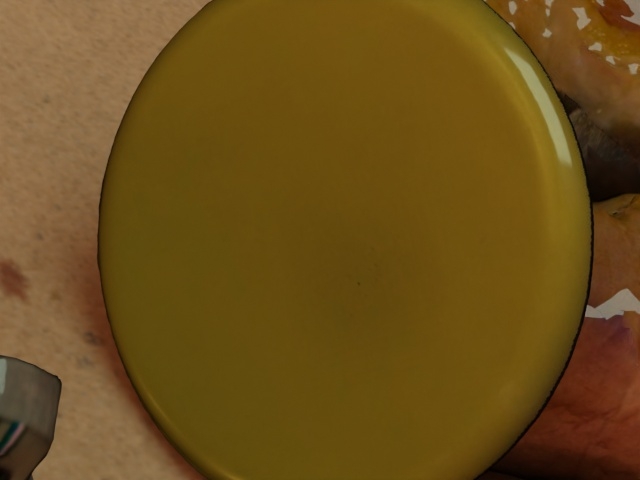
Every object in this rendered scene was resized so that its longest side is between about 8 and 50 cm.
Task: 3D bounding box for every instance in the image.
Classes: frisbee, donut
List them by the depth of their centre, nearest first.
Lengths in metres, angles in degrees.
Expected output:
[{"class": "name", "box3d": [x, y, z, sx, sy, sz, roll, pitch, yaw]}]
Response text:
[{"class": "frisbee", "box3d": [0.000, 0.000, 0.710, 0.236, 0.236, 0.017, 51, 23, 20]}, {"class": "donut", "box3d": [0.109, -0.018, 0.823, 0.317, 0.150, 0.299, 40, 49, 19]}]

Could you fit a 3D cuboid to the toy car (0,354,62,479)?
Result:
[{"class": "toy car", "box3d": [-0.184, 0.106, 0.526, 0.235, 0.158, 0.172, 47, 40, -56]}]
